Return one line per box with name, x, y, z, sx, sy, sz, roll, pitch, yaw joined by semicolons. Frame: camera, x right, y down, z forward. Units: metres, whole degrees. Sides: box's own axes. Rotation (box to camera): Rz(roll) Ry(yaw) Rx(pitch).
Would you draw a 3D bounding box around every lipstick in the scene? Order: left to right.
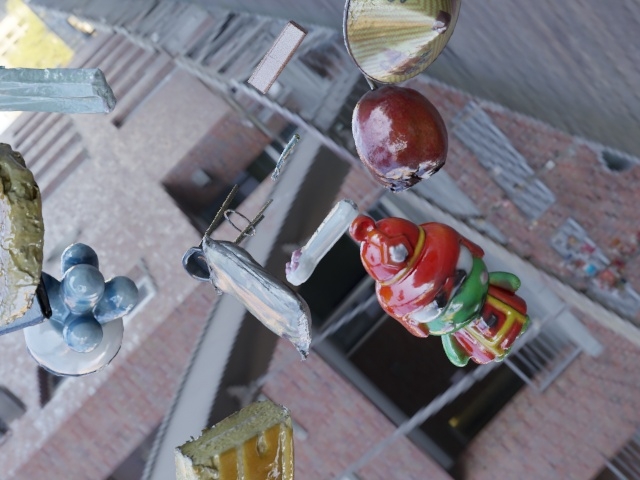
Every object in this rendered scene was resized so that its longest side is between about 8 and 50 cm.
lipstick;-0.083;-0.362;1.987;0.045;0.145;0.045;35;-164;-6

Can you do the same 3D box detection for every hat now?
hat;0.126;-0.272;1.227;0.082;0.193;0.193;35;173;45

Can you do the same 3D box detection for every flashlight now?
flashlight;0.000;0.000;1.924;0.047;0.200;0.093;34;-160;-14

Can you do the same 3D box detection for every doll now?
doll;0.184;0.065;1.652;0.363;0.182;0.160;36;-178;-28

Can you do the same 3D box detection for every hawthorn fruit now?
hawthorn fruit;0.156;-0.228;2.047;0.189;0.190;0.251;62;-171;-85

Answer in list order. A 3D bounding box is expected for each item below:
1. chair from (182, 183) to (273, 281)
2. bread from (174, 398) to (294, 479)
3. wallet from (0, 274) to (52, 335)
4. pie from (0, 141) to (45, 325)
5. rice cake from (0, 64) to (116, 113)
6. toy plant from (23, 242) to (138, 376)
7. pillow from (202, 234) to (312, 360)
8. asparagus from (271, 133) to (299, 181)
chair;-0.191;-0.009;2.121;0.104;0.221;0.095;49;157;-26
bread;-0.164;0.449;1.947;0.111;0.239;0.246;29;129;38
wallet;-0.728;0.126;2.046;0.046;0.379;0.190;-24;-86;-74
pie;-0.558;-0.013;1.759;0.083;0.339;0.339;-6;-150;-31
rice cake;-0.433;-0.231;1.550;0.085;0.226;0.040;85;-172;-58
toy plant;-0.519;0.138;2.152;0.247;0.247;0.332;44;152;7
pillow;-0.102;0.087;1.709;0.255;0.059;0.169;35;148;29
asparagus;-0.071;-0.152;1.917;0.163;0.016;0.016;123;139;-54
